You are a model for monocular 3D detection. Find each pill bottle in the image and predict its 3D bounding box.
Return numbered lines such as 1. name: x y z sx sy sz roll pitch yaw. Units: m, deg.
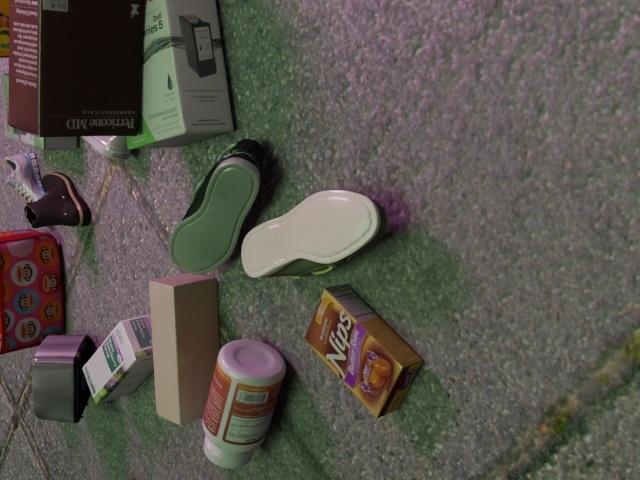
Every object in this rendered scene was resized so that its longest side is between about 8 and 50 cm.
1. pill bottle: -0.142 0.293 1.429 0.121 0.121 0.216 38 123 36

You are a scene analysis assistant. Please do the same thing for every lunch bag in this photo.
1. lunch bag: -0.765 0.123 1.955 0.120 0.258 0.293 11 106 45

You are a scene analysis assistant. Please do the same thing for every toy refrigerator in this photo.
1. toy refrigerator: -0.261 0.204 1.553 0.094 0.102 0.269 8 104 46

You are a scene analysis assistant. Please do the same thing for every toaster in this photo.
1. toaster: -0.596 0.312 1.876 0.168 0.110 0.186 -110 23 -73

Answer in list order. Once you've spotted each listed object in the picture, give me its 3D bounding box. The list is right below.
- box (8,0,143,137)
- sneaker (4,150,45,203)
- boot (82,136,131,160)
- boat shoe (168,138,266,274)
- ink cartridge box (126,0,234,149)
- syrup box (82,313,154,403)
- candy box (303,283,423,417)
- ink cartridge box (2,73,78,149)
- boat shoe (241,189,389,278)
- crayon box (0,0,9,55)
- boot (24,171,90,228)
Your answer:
1. box: -0.418 -0.373 1.376 0.143 0.191 0.381 23 113 44
2. sneaker: -0.738 -0.132 2.008 0.071 0.083 0.191 -37 72 42
3. boot: -0.470 -0.275 1.706 0.258 0.095 0.123 33 110 33
4. boat shoe: -0.177 -0.054 1.427 0.114 0.091 0.302 31 131 -14
5. ink cartridge box: -0.273 -0.315 1.455 0.198 0.114 0.273 -6 93 47
6. syrup box: -0.418 0.255 1.732 0.237 0.096 0.093 -45 65 43
7. candy box: 0.061 0.167 1.241 0.186 0.053 0.109 44 127 34
8. ink cartridge box: -0.656 -0.304 1.881 0.212 0.093 0.154 21 113 45
9. boat shoe: 0.000 -0.005 1.247 0.305 0.091 0.109 -19 72 46
10. crayon box: -0.820 -0.573 1.804 0.106 0.363 0.313 9 104 45
11. boot: -0.641 -0.097 1.871 0.198 0.137 0.077 37 122 37
